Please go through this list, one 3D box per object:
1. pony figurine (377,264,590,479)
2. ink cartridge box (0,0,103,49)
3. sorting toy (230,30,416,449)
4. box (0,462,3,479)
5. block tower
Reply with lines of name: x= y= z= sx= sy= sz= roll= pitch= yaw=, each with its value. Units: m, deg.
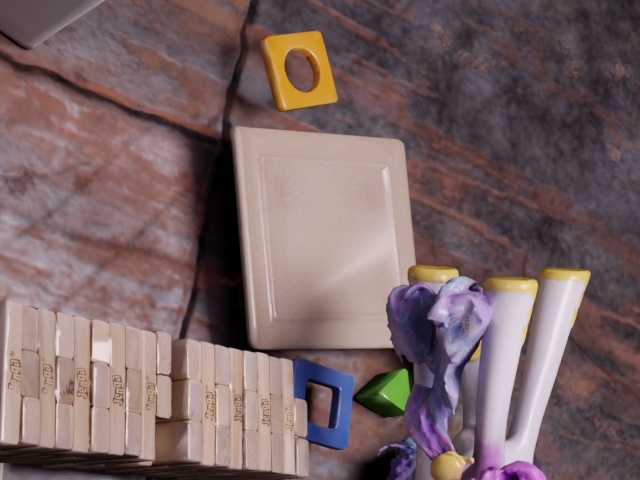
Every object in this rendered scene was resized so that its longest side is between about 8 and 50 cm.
pony figurine: x=0.112 y=0.204 z=1.261 sx=0.351 sy=0.302 sz=0.364 roll=-3 pitch=97 yaw=-70
ink cartridge box: x=-0.117 y=-0.331 z=1.197 sx=0.160 sy=0.384 sz=0.279 roll=41 pitch=58 yaw=-22
sorting toy: x=0.000 y=0.000 z=1.392 sx=0.196 sy=0.047 sz=0.348 roll=3 pitch=78 yaw=-40
box: x=-0.348 y=0.109 z=1.095 sx=0.275 sy=0.094 sz=0.113 roll=10 pitch=71 yaw=-32
block tower: x=-0.137 y=0.113 z=1.161 sx=0.335 sy=0.097 sz=0.091 roll=20 pitch=64 yaw=-57
